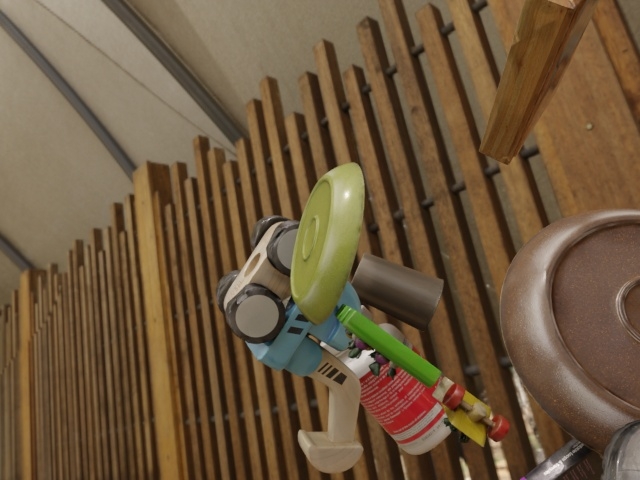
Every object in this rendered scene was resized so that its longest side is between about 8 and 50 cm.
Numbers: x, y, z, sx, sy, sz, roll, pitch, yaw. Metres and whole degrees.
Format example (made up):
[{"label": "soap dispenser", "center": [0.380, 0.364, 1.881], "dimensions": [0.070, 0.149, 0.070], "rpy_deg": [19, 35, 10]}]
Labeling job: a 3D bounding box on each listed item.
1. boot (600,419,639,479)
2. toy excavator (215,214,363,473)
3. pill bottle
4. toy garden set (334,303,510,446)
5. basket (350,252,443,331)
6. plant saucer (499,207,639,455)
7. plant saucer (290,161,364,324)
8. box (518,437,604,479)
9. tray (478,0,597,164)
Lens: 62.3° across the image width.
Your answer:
[{"label": "boot", "center": [0.367, 0.175, 0.292], "dimensions": [0.338, 0.118, 0.222], "rpy_deg": [19, -27, -3]}, {"label": "toy excavator", "center": [-0.015, 0.220, 1.108], "dimensions": [0.445, 0.433, 0.222], "rpy_deg": [34, -6, -18]}, {"label": "pill bottle", "center": [0.198, 0.394, 1.538], "dimensions": [0.229, 0.407, 0.229], "rpy_deg": [-43, 1, 0]}, {"label": "toy garden set", "center": [0.101, 0.159, 0.647], "dimensions": [0.049, 0.204, 0.244], "rpy_deg": [-54, -3, -5]}, {"label": "basket", "center": [0.201, 0.134, 1.456], "dimensions": [0.227, 0.154, 0.204], "rpy_deg": [23, 4, 7]}, {"label": "plant saucer", "center": [0.359, 0.086, 0.574], "dimensions": [0.311, 0.310, 0.050], "rpy_deg": [-10, -29, -1]}, {"label": "plant saucer", "center": [0.000, 0.000, 0.765], "dimensions": [0.037, 0.241, 0.241], "rpy_deg": [13, -23, -15]}, {"label": "box", "center": [0.307, 0.279, 0.622], "dimensions": [0.162, 0.029, 0.116], "rpy_deg": [-38, -59, -2]}, {"label": "tray", "center": [0.381, -0.316, 0.898], "dimensions": [0.076, 0.202, 0.411], "rpy_deg": [31, -14, 18]}]
